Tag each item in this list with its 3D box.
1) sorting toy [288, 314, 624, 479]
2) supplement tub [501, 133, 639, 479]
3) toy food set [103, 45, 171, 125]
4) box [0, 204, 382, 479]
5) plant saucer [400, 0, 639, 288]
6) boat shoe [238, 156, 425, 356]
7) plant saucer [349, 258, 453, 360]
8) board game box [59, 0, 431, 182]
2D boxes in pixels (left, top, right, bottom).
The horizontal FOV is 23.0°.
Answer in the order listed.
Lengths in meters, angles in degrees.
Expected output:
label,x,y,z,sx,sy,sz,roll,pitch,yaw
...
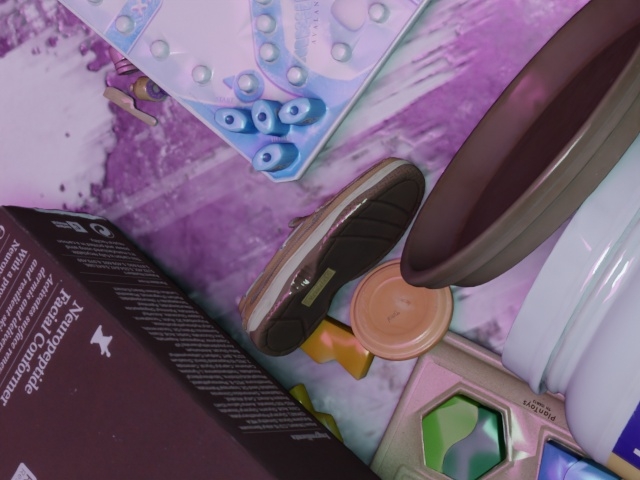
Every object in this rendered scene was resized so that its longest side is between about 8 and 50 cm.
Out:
label,x,y,z,sx,sy,sz,roll,pitch,yaw
sorting toy,0.092,0.190,1.227,0.307,0.041,0.229,26,103,18
supplement tub,0.311,0.089,1.023,0.331,0.241,0.241,33,105,16
toy food set,-0.137,-0.160,1.301,0.078,0.019,0.122,32,105,17
box,-0.142,0.157,1.219,0.381,0.143,0.191,40,107,29
plant saucer,0.155,-0.072,1.068,0.041,0.278,0.278,37,108,-8
boat shoe,0.000,0.000,1.238,0.190,0.068,0.072,-46,44,7
plant saucer,0.062,0.052,1.223,0.083,0.013,0.083,-9,65,19
board game box,-0.063,-0.310,1.232,0.390,0.050,0.390,40,104,15
